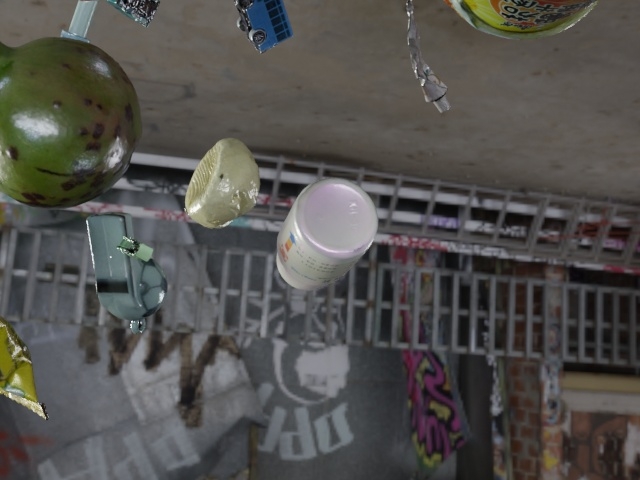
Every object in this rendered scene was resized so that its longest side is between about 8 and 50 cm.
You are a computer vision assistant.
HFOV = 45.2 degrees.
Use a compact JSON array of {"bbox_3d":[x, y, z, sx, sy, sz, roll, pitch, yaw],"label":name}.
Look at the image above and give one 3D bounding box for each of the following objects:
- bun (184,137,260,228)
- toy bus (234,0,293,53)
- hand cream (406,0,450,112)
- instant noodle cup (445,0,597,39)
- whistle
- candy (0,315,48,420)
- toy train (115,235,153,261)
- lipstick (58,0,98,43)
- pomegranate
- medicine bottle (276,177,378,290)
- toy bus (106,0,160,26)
[{"bbox_3d":[-0.242,-0.140,1.993,0.160,0.259,0.259,23,163,-25],"label":"bun"},{"bbox_3d":[-0.165,-0.631,2.023,0.134,0.116,0.234,-28,136,-8],"label":"toy bus"},{"bbox_3d":[0.205,-0.371,1.527,0.050,0.084,0.257,-13,121,21],"label":"hand cream"},{"bbox_3d":[0.272,-0.378,0.891,0.264,0.264,0.200,5,-174,-7],"label":"instant noodle cup"},{"bbox_3d":[-0.420,0.070,1.708,0.163,0.289,0.163,-4,-169,1],"label":"whistle"},{"bbox_3d":[-0.584,0.181,1.371,0.187,0.297,0.081,21,-138,36],"label":"candy"},{"bbox_3d":[-0.373,0.017,1.535,0.053,0.033,0.083,33,167,-30],"label":"toy train"},{"bbox_3d":[-0.547,-0.459,1.725,0.068,0.274,0.061,14,-166,-40],"label":"lipstick"},{"bbox_3d":[-0.379,-0.170,1.002,0.242,0.242,0.306,-3,161,36],"label":"pomegranate"},{"bbox_3d":[0.000,0.000,1.564,0.170,0.170,0.293,6,160,-13],"label":"medicine bottle"},{"bbox_3d":[-0.464,-0.586,1.857,0.092,0.079,0.160,27,-177,11],"label":"toy bus"}]
